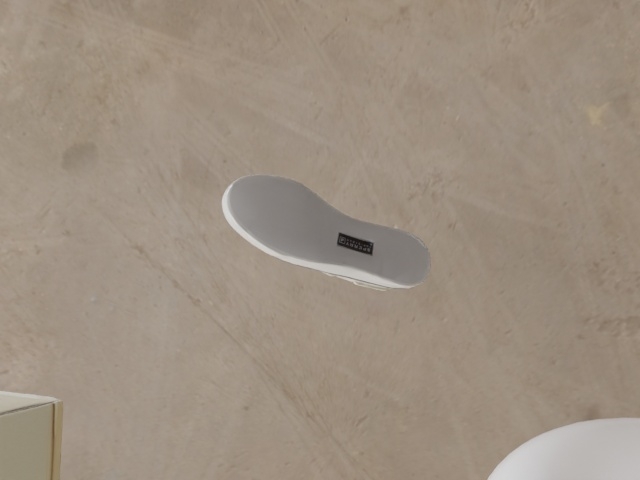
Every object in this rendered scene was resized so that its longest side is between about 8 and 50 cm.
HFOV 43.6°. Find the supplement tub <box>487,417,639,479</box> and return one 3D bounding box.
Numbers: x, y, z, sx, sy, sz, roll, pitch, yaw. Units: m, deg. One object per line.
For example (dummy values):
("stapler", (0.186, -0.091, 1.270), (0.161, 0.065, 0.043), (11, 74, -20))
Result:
("supplement tub", (0.144, 0.253, 0.297), (0.228, 0.228, 0.316), (9, 103, 4))

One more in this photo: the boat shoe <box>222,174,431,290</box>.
("boat shoe", (0.000, 0.000, 0.367), (0.100, 0.035, 0.035), (18, 70, -17))

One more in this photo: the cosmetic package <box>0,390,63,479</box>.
("cosmetic package", (-0.305, 0.279, 0.630), (0.160, 0.113, 0.309), (3, 90, 22))
